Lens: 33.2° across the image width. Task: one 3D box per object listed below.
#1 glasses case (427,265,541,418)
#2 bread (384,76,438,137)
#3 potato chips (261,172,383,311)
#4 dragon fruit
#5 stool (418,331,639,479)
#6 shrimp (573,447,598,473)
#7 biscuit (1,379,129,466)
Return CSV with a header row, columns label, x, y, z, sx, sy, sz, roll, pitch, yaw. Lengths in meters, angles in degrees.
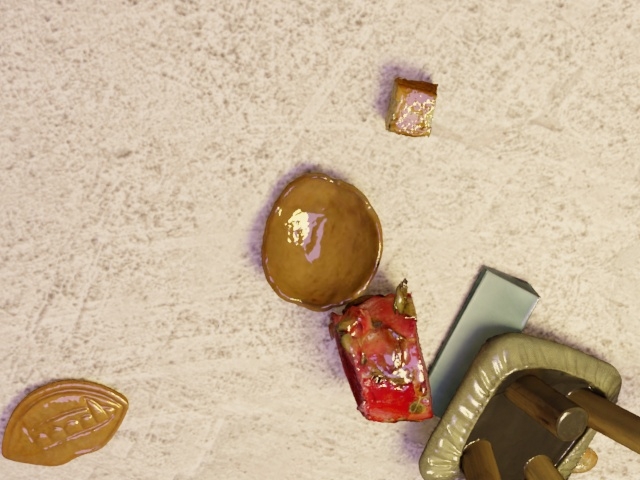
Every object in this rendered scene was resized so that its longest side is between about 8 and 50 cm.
label,x,y,z,sx,sy,sz,roll,pitch,yaw
glasses case,0.259,0.178,1.783,0.105,0.056,0.266,28,106,8
bread,0.137,-0.199,1.605,0.070,0.077,0.083,12,109,-1
potato chips,0.001,0.001,1.656,0.195,0.062,0.208,-23,92,6
dragon fruit,0.088,0.174,1.665,0.147,0.211,0.282,-12,133,5
stool,0.363,0.341,1.714,0.310,0.226,0.310,18,106,-27
shrimp,0.440,0.386,1.899,0.108,0.023,0.059,14,117,-13
biscuit,-0.416,0.294,1.733,0.220,0.029,0.142,-19,112,0
